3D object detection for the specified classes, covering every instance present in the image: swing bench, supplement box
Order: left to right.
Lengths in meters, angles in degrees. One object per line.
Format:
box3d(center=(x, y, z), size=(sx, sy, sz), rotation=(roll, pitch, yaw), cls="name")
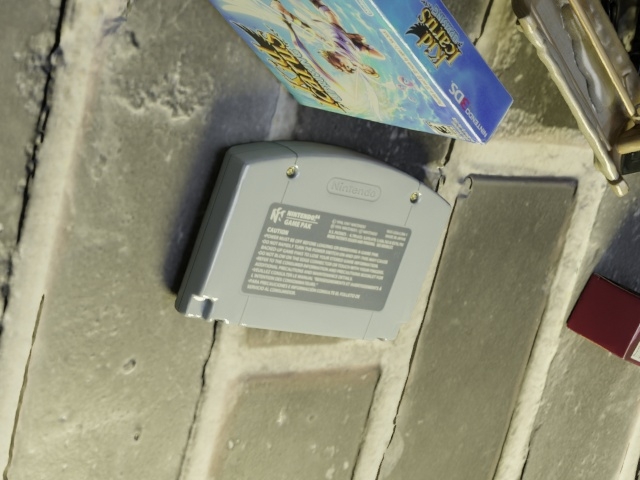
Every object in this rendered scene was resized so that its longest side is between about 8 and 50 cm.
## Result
box3d(center=(0.419, 0.118, 1.908), size=(0.188, 0.104, 0.081), rotation=(22, 97, -43), cls="supplement box")
box3d(center=(0.367, -0.227, 1.607), size=(0.254, 0.165, 0.253), rotation=(-24, 122, 18), cls="swing bench")

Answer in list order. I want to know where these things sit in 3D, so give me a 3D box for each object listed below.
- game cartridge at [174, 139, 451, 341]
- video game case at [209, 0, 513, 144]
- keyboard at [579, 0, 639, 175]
box3d(center=(0.000, 0.000, 1.545), size=(0.297, 0.062, 0.198), rotation=(10, 100, -42), cls="game cartridge")
box3d(center=(0.008, -0.199, 1.315), size=(0.061, 0.244, 0.269), rotation=(-57, 134, -14), cls="video game case")
box3d(center=(0.384, -0.227, 1.760), size=(0.201, 0.033, 0.317), rotation=(-11, 117, -36), cls="keyboard")
